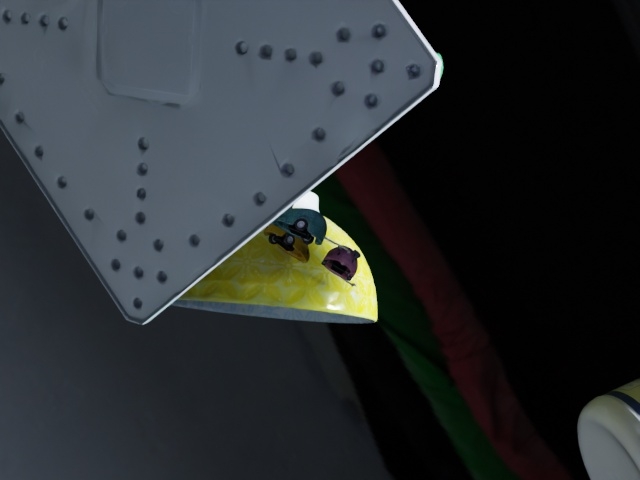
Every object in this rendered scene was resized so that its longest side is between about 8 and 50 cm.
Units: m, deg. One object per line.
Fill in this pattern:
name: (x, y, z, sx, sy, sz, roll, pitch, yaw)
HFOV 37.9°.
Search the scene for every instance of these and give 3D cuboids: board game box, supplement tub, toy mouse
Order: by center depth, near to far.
board game box: (-0.139, -0.182, 0.826, 0.390, 0.050, 0.390, -38, -97, 28)
toy mouse: (0.000, 0.000, 0.991, 0.161, 0.031, 0.143, 38, -18, -22)
supplement tub: (0.566, 0.281, 1.343, 0.235, 0.324, 0.235, 158, -90, -79)

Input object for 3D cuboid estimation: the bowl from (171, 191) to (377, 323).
bowl: (-0.067, 0.015, 1.181, 0.289, 0.289, 0.156, -9, -106, 63)
